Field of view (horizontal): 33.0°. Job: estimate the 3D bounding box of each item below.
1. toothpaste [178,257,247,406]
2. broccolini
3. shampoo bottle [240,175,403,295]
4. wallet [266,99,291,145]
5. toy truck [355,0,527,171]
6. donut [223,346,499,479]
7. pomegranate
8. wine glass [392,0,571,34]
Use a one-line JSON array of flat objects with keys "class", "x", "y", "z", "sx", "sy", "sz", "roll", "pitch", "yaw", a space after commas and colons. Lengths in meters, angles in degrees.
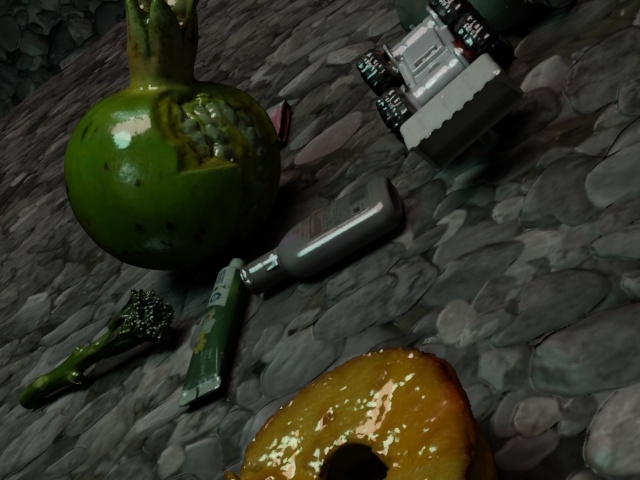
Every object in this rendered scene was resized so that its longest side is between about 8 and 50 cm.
[{"class": "toothpaste", "x": -0.095, "y": 0.079, "z": 1.017, "sx": 0.049, "sy": 0.031, "sz": 0.204, "roll": -28, "pitch": 26, "yaw": 24}, {"class": "broccolini", "x": -0.233, "y": 0.118, "z": 1.125, "sx": 0.216, "sy": 0.067, "sz": 0.058, "roll": -34, "pitch": 18, "yaw": 31}, {"class": "shampoo bottle", "x": 0.000, "y": 0.000, "z": 1.016, "sx": 0.165, "sy": 0.040, "sz": 0.080, "roll": -31, "pitch": 25, "yaw": 15}, {"class": "wallet", "x": -0.141, "y": -0.101, "z": 1.427, "sx": 0.232, "sy": 0.025, "sz": 0.119, "roll": -29, "pitch": 24, "yaw": 18}, {"class": "toy truck", "x": 0.124, "y": -0.151, "z": 1.035, "sx": 0.136, "sy": 0.111, "sz": 0.286, "roll": -42, "pitch": 23, "yaw": 16}, {"class": "donut", "x": 0.030, "y": 0.156, "z": 0.641, "sx": 0.174, "sy": 0.074, "sz": 0.190, "roll": -37, "pitch": 27, "yaw": -2}, {"class": "pomegranate", "x": -0.163, "y": -0.115, "z": 1.150, "sx": 0.236, "sy": 0.302, "sz": 0.236, "roll": -9, "pitch": 16, "yaw": 3}, {"class": "wine glass", "x": 0.180, "y": -0.285, "z": 1.203, "sx": 0.204, "sy": 0.111, "sz": 0.111, "roll": -6, "pitch": 38, "yaw": 44}]
